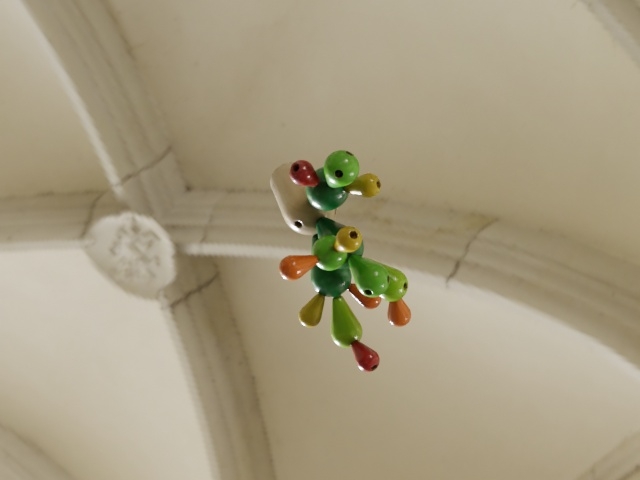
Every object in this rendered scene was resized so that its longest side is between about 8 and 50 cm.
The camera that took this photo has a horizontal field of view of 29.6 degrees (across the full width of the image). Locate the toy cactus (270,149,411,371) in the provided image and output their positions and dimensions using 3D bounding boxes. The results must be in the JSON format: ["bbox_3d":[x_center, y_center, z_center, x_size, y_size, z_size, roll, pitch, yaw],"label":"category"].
[{"bbox_3d":[0.000,0.000,1.058,0.180,0.112,0.219,53,-14,44],"label":"toy cactus"}]
